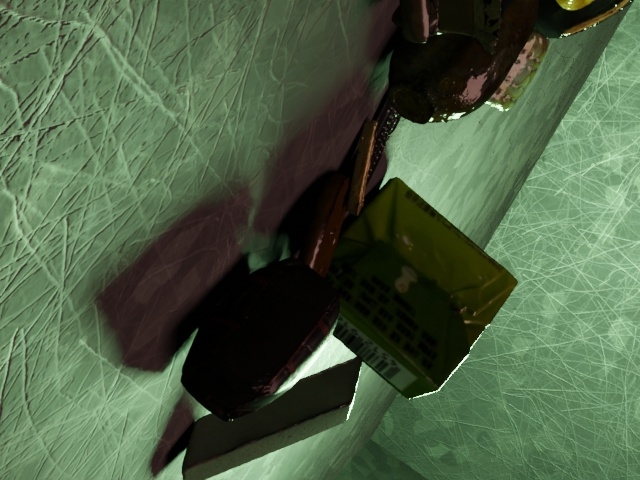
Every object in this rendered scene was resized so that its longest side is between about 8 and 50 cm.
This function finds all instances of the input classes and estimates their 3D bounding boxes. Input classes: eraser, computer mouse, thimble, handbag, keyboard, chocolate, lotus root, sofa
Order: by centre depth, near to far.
[{"bbox_3d":[0.181,-0.377,1.403,0.258,0.182,0.200,-48,147,-34],"label":"sofa"},{"bbox_3d":[-0.086,0.138,1.605,0.215,0.155,0.169,-49,179,-33],"label":"handbag"},{"bbox_3d":[0.205,-0.277,1.659,0.275,0.152,0.160,-50,175,-19],"label":"lotus root"},{"bbox_3d":[0.083,-0.146,1.832,0.106,0.016,0.262,-35,155,-58],"label":"keyboard"},{"bbox_3d":[0.286,-0.306,1.927,0.190,0.137,0.143,4,122,-59],"label":"thimble"},{"bbox_3d":[-0.078,0.301,1.948,0.353,0.077,0.111,-20,158,-15],"label":"eraser"},{"bbox_3d":[0.142,0.089,2.021,0.289,0.301,0.137,-47,178,-35],"label":"chocolate"},{"bbox_3d":[0.535,-0.491,2.182,0.323,0.116,0.183,-37,-153,32],"label":"computer mouse"}]

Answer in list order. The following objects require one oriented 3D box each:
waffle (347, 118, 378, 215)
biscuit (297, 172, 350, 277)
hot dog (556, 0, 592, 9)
[{"bbox_3d":[0.067,-0.117,1.785,0.097,0.023,0.152,-64,165,-76],"label":"waffle"},{"bbox_3d":[0.000,0.000,1.742,0.212,0.036,0.212,18,90,-82],"label":"biscuit"},{"bbox_3d":[0.484,-0.520,2.020,0.257,0.150,0.153,-35,158,29],"label":"hot dog"}]
